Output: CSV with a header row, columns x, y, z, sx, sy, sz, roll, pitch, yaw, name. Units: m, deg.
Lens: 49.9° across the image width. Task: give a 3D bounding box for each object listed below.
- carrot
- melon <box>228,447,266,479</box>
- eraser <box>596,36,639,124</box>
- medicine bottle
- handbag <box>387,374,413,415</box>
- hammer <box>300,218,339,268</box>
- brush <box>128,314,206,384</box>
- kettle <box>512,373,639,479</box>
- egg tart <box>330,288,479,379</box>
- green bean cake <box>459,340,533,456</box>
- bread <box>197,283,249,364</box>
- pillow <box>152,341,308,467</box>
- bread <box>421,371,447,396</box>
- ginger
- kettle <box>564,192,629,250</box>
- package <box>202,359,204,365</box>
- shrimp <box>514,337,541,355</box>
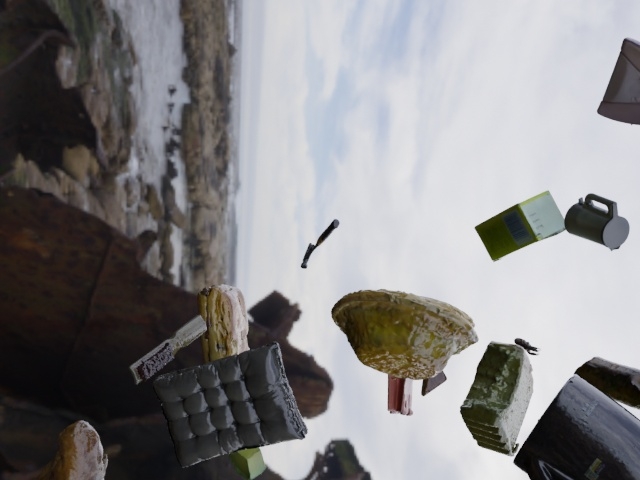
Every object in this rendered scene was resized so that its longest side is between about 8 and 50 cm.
x,y,z,sx,sy,sz,roll,pitch,yaw,name
0.614,0.290,1.410,0.173,0.082,0.082,24,-63,48,carrot
-0.222,0.556,1.925,0.118,0.064,0.209,-24,-101,56,melon
0.815,-0.357,1.665,0.243,0.059,0.204,34,-44,29,eraser
0.617,-0.041,2.133,0.141,0.137,0.250,62,-26,4,medicine bottle
0.228,0.410,1.925,0.212,0.059,0.157,46,47,-70,handbag
0.000,0.000,1.897,0.201,0.021,0.078,-50,-163,46,hammer
-0.306,0.222,1.435,0.248,0.036,0.043,-37,114,-59,brush
0.505,0.423,1.218,0.290,0.268,0.207,36,-40,26,kettle
0.171,0.209,1.454,0.319,0.319,0.128,105,-1,-62,egg tart
0.459,0.406,1.786,0.236,0.124,0.233,-58,139,-31,green bean cake
-0.252,0.233,1.843,0.210,0.099,0.235,25,56,-80,bread
-0.207,0.379,1.562,0.101,0.327,0.228,-9,80,-79,pillow
0.300,0.359,1.802,0.043,0.062,0.108,119,-17,-64,bread
-0.624,0.602,1.683,0.172,0.165,0.321,40,70,-49,ginger
0.735,-0.052,1.816,0.126,0.098,0.148,-71,-158,10,kettle
-0.280,0.451,2.077,0.040,0.232,0.166,29,78,-59,package
0.615,0.319,2.038,0.092,0.029,0.038,30,-31,53,shrimp
